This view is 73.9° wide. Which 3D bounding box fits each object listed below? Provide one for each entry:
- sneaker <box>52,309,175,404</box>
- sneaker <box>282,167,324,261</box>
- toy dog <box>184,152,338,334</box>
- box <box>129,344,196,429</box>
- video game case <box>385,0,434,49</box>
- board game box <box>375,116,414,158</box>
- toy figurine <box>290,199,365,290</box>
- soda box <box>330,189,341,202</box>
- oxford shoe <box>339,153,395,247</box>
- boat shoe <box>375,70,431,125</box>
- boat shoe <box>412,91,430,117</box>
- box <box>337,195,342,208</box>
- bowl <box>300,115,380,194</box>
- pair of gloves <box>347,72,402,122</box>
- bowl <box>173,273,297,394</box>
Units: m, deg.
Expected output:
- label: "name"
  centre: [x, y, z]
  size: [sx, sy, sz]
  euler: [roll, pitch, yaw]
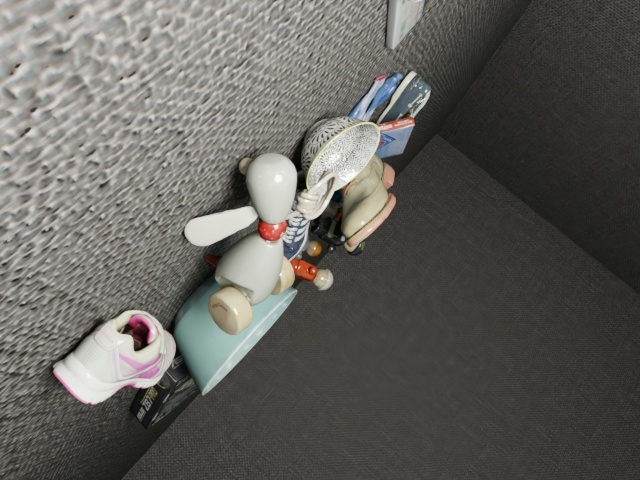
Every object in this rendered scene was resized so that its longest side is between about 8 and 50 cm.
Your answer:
- label: "sneaker"
  centre: [-0.289, 0.171, 0.680]
  size: [0.111, 0.103, 0.252]
  euler: [-48, 175, 0]
- label: "sneaker"
  centre: [-0.063, -0.050, 0.930]
  size: [0.282, 0.099, 0.153]
  euler: [-58, 177, 17]
- label: "toy dog"
  centre: [-0.128, -0.008, 0.714]
  size: [0.220, 0.161, 0.333]
  euler: [-21, 139, -61]
- label: "box"
  centre: [-0.347, 0.358, 1.282]
  size: [0.395, 0.097, 0.318]
  euler: [-30, 163, -50]
- label: "video game case"
  centre: [0.170, -0.421, 0.680]
  size: [0.173, 0.022, 0.190]
  euler: [-49, 173, 3]
- label: "board game box"
  centre: [0.177, -0.279, 1.215]
  size: [0.145, 0.027, 0.281]
  euler: [-13, 176, 4]
- label: "toy figurine"
  centre: [0.000, 0.000, 1.123]
  size: [0.213, 0.148, 0.209]
  euler: [-53, -153, 22]
- label: "soda box"
  centre: [0.071, -0.148, 1.267]
  size: [0.210, 0.067, 0.071]
  euler: [-24, 155, -51]
- label: "oxford shoe"
  centre: [0.081, -0.120, 1.005]
  size: [0.140, 0.146, 0.397]
  euler: [-39, -164, 24]
- label: "boat shoe"
  centre: [0.226, -0.357, 1.197]
  size: [0.095, 0.079, 0.254]
  euler: [-47, 174, -35]
- label: "boat shoe"
  centre: [0.304, -0.445, 1.390]
  size: [0.040, 0.049, 0.142]
  euler: [15, 118, -40]
- label: "box"
  centre: [0.101, -0.125, 1.222]
  size: [0.137, 0.027, 0.093]
  euler: [-29, 156, -41]
- label: "bowl"
  centre: [0.020, -0.172, 0.790]
  size: [0.170, 0.080, 0.170]
  euler: [-34, 158, -16]
- label: "pair of gloves"
  centre: [0.117, -0.312, 0.977]
  size: [0.159, 0.023, 0.198]
  euler: [-54, 173, 36]
- label: "bowl"
  centre: [-0.216, 0.182, 0.986]
  size: [0.311, 0.163, 0.311]
  euler: [-49, 174, -7]
